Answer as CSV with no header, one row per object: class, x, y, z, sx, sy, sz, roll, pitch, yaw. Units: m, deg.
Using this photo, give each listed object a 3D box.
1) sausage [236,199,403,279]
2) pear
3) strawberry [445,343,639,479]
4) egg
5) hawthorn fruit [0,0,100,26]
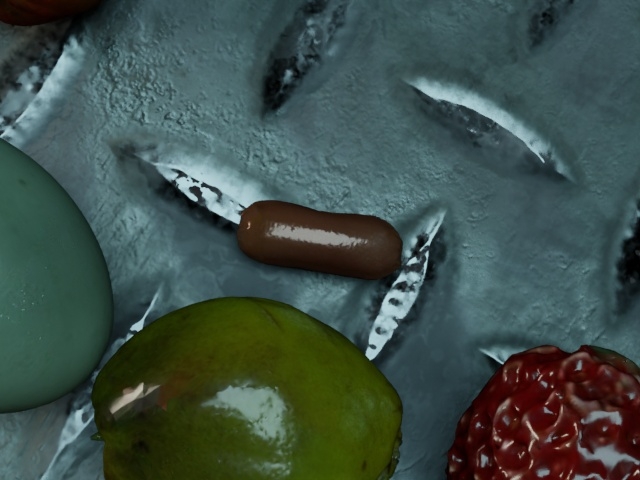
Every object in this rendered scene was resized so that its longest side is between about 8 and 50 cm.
sausage,0.000,0.000,1.248,0.194,0.077,0.077,9,76,-5
pear,-0.071,0.191,1.101,0.321,0.269,0.269,2,76,-10
strawberry,0.232,0.279,1.118,0.345,0.317,0.295,-40,83,11
egg,-0.387,0.019,1.091,0.389,0.276,0.276,36,75,2
hawthorn fruit,-0.308,-0.371,1.241,0.224,0.224,0.261,39,50,3
